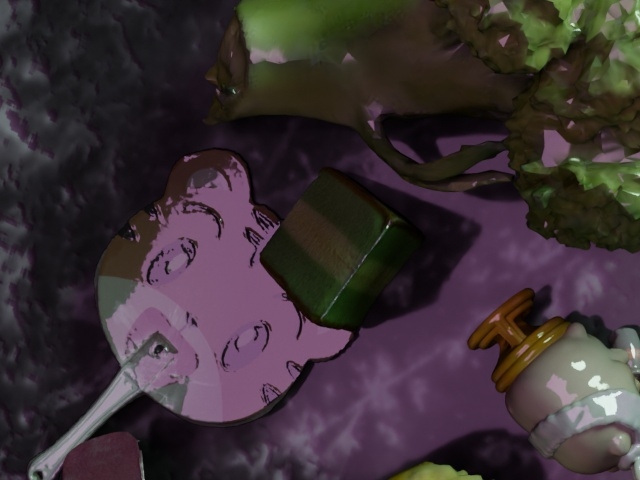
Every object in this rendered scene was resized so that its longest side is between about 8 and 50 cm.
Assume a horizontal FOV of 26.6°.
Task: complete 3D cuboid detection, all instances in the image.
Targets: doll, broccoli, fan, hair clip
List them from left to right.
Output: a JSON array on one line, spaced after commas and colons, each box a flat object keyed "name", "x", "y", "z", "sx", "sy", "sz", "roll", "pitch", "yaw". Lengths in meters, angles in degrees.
[{"name": "hair clip", "x": -0.114, "y": 0.178, "z": 0.768, "sx": 0.054, "sy": 0.022, "sz": 0.137, "roll": -17, "pitch": 80, "yaw": 12}, {"name": "fan", "x": -0.095, "y": 0.064, "z": 0.797, "sx": 0.226, "sy": 0.008, "sz": 0.152, "roll": -44, "pitch": 78, "yaw": 4}, {"name": "broccoli", "x": 0.076, "y": -0.140, "z": 0.666, "sx": 0.302, "sy": 0.186, "sz": 0.254, "roll": 17, "pitch": 102, "yaw": 12}, {"name": "doll", "x": 0.142, "y": 0.080, "z": 0.705, "sx": 0.084, "sy": 0.073, "sz": 0.127, "roll": -37, "pitch": 74, "yaw": -18}]

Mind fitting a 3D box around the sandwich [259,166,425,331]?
[{"name": "sandwich", "x": 0.000, "y": 0.000, "z": 0.720, "sx": 0.074, "sy": 0.116, "sz": 0.074, "roll": 37, "pitch": 93, "yaw": 12}]

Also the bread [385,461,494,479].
[{"name": "bread", "x": 0.022, "y": 0.276, "z": 0.705, "sx": 0.236, "sy": 0.198, "sz": 0.263, "roll": -26, "pitch": 90, "yaw": 41}]
